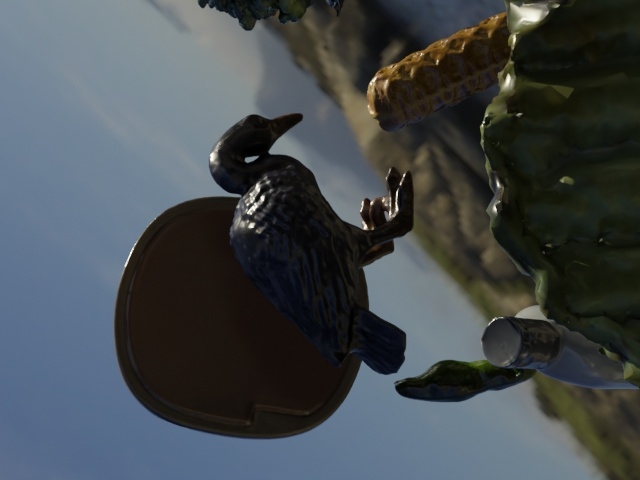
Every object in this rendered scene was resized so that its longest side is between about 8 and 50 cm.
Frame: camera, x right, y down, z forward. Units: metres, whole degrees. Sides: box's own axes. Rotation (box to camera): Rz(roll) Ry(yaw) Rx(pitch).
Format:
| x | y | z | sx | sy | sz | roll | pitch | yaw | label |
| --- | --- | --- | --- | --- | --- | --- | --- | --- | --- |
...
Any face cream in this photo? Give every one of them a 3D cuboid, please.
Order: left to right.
| x | y | z | sx | sy | sz | roll | pitch | yaw | label |
| --- | --- | --- | --- | --- | --- | --- | --- | --- | --- |
| 0.277 | 0.114 | 1.808 | 0.291 | 0.071 | 0.144 | 7 | -165 | -46 | face cream |

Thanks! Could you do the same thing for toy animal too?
| x | y | z | sx | sy | sz | roll | pitch | yaw | label |
| --- | --- | --- | --- | --- | --- | --- | --- | --- | --- |
| 0.000 | 0.000 | 1.685 | 0.185 | 0.122 | 0.298 | -4 | -113 | -28 | toy animal |

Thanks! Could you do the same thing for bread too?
| x | y | z | sx | sy | sz | roll | pitch | yaw | label |
| --- | --- | --- | --- | --- | --- | --- | --- | --- | --- |
| 0.107 | -0.131 | 1.271 | 0.044 | 0.157 | 0.052 | 61 | 176 | 40 | bread |

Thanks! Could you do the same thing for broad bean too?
| x | y | z | sx | sy | sz | roll | pitch | yaw | label |
| --- | --- | --- | --- | --- | --- | --- | --- | --- | --- |
| 0.189 | 0.162 | 2.041 | 0.046 | 0.195 | 0.061 | -57 | -57 | -79 | broad bean |

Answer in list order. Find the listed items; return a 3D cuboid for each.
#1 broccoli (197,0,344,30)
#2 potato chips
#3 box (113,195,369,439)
| x | y | z | sx | sy | sz | roll | pitch | yaw | label |
| --- | --- | --- | --- | --- | --- | --- | --- | --- | --- |
| -0.042 | -0.303 | 1.381 | 0.177 | 0.274 | 0.198 | 8 | -143 | -15 | broccoli |
| 0.298 | -0.075 | 0.934 | 0.070 | 0.429 | 0.358 | 89 | 175 | -77 | potato chips |
| -0.092 | 0.102 | 1.996 | 0.301 | 0.301 | 0.216 | 45 | 171 | 6 | box |
